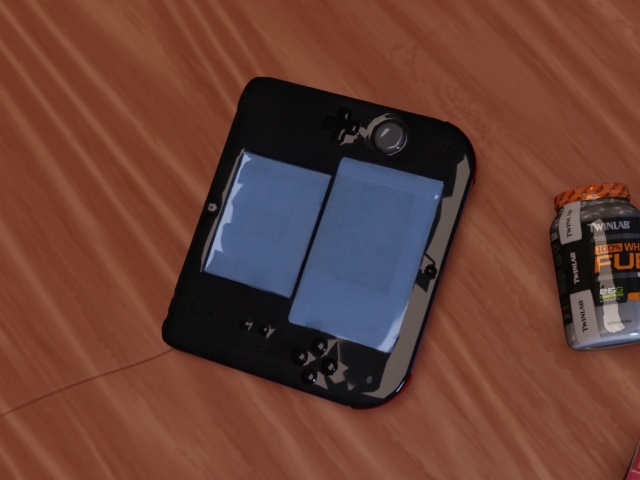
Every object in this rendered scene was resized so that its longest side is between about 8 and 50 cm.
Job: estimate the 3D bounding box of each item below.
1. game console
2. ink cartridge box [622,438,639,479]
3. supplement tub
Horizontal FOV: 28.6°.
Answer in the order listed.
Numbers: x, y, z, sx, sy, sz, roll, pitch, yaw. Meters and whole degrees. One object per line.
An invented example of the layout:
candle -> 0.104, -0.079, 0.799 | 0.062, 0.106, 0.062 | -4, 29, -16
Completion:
game console -> 0.000, 0.000, 1.628 | 0.342, 0.060, 0.386 | 17, 83, 14
ink cartridge box -> 0.428, 0.319, 1.440 | 0.175, 0.072, 0.127 | 21, 124, 15
supplement tub -> 0.343, 0.033, 1.521 | 0.117, 0.117, 0.190 | -9, 78, 10
